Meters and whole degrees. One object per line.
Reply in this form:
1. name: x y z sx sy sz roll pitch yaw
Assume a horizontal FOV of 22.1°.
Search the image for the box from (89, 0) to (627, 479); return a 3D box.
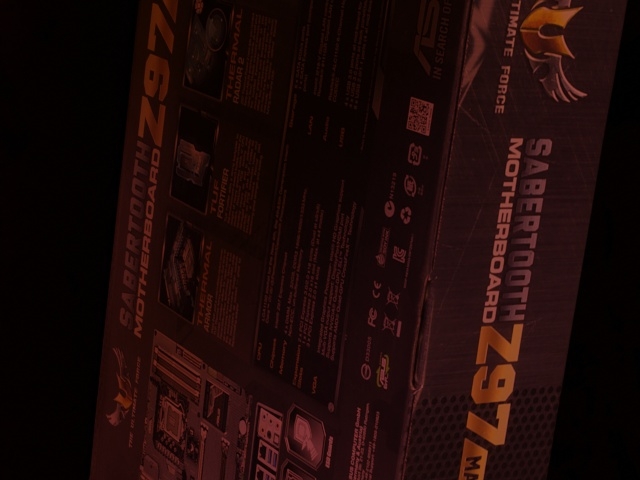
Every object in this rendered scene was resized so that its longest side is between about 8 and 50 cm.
1. box: 0.000 0.000 0.507 0.059 0.183 0.232 -1 105 -34
